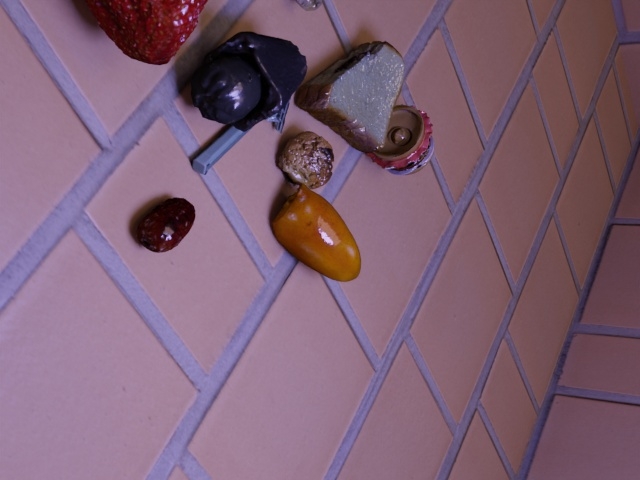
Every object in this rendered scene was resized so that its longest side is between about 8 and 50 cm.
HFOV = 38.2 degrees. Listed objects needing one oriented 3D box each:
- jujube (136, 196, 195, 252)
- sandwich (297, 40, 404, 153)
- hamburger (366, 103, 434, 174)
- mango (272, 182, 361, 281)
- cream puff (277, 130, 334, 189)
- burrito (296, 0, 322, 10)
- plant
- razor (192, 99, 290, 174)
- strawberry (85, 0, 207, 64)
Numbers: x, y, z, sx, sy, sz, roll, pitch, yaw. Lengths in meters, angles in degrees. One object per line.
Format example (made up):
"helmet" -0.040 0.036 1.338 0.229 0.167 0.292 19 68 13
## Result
"jujube" -0.270 -0.029 1.646 0.129 0.077 0.077 -50 131 -48
"sandwich" 0.074 -0.359 2.100 0.288 0.099 0.254 25 78 -53
"hamburger" 0.197 -0.234 2.243 0.137 0.175 0.175 49 52 -58
"mango" 0.000 0.000 1.984 0.252 0.153 0.126 50 59 -28
"cream puff" -0.025 -0.173 1.971 0.133 0.104 0.119 21 81 -53
"burrito" -0.043 -0.646 1.911 0.175 0.107 0.348 -71 147 -48
"plant" -0.131 -0.304 1.737 0.256 0.141 0.164 -37 103 -44
"razor" -0.158 -0.214 1.820 0.278 0.056 0.111 -41 161 -40
"strawberry" -0.279 -0.426 1.461 0.250 0.238 0.288 -54 147 -66
